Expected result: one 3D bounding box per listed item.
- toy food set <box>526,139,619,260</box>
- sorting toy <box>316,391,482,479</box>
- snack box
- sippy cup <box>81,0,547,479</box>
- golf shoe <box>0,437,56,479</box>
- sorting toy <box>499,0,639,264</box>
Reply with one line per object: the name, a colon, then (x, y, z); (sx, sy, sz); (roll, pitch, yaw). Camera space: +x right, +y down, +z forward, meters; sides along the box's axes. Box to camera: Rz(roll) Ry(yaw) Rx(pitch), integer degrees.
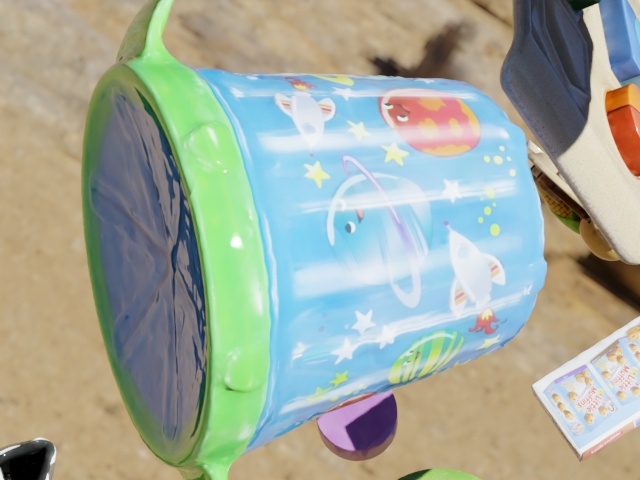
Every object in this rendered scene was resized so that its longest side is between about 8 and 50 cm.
toy food set: (0.229, -0.028, 1.689); (0.132, 0.038, 0.192); (40, 7, -8)
sorting toy: (0.107, 0.277, 1.497); (0.365, 0.127, 0.126); (57, -9, 20)
snack box: (0.242, 0.084, 1.349); (0.064, 0.178, 0.022); (56, -3, 26)
sippy cup: (0.000, 0.000, 1.096); (0.224, 0.305, 0.240); (-8, 36, -22)
golf shoe: (-0.283, 0.223, 1.495); (0.077, 0.094, 0.198); (42, 49, -3)
sorting toy: (0.162, -0.159, 1.247); (0.307, 0.041, 0.229); (50, 36, -38)
